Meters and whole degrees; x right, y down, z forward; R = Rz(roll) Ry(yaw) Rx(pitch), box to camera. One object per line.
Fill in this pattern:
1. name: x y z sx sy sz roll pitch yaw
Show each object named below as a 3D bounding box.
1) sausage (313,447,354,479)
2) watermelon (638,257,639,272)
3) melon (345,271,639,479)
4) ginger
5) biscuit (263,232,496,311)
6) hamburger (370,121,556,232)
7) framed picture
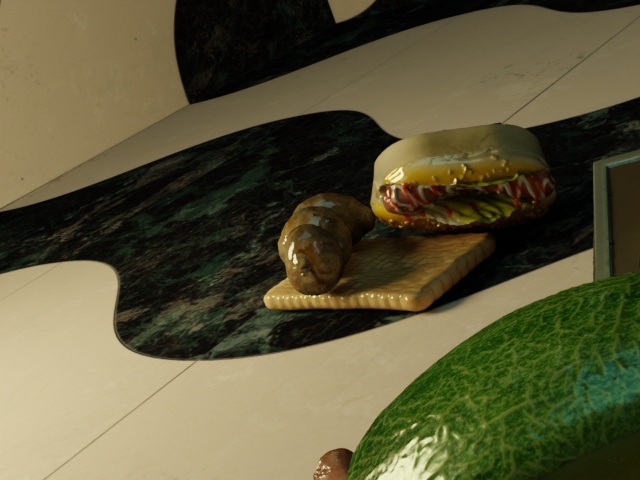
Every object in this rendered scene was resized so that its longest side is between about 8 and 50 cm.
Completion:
1. sausage: 0.028 0.197 0.898 0.043 0.043 0.186 -23 16 -8
2. watermelon: 0.299 0.037 0.987 0.078 0.078 0.111 -17 50 14
3. melon: 0.162 0.102 0.755 0.323 0.124 0.196 -36 17 26
4. ginger: 0.000 0.000 1.375 0.104 0.080 0.204 -10 16 16
5. biscuit: 0.064 0.038 1.373 0.249 0.030 0.160 -4 23 45
6. hamburger: 0.160 -0.061 1.378 0.210 0.116 0.173 -7 -12 2
7. framed picture: 0.356 -0.020 1.118 0.217 0.017 0.274 -14 33 24
